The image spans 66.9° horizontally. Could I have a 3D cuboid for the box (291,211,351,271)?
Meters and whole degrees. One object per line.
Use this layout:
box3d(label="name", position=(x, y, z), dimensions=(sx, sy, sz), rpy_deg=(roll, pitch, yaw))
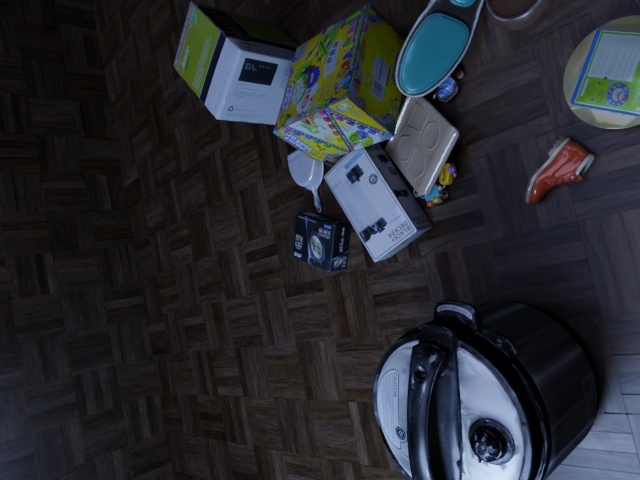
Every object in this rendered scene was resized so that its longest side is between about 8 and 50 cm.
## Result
box3d(label="box", position=(0.000, 0.000, 1.520), dimensions=(0.180, 0.077, 0.147), rpy_deg=(21, 110, 43))

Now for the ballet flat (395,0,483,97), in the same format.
box3d(label="ballet flat", position=(0.299, -0.526, 1.120), dimensions=(0.139, 0.139, 0.400), rpy_deg=(42, 120, 34))

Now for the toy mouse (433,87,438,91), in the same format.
box3d(label="toy mouse", position=(0.261, -0.407, 1.232), dimensions=(0.161, 0.031, 0.143), rpy_deg=(1, 96, 46))

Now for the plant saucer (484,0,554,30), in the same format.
box3d(label="plant saucer", position=(0.427, -0.546, 1.047), dimensions=(0.168, 0.029, 0.168), rpy_deg=(6, 99, 46))

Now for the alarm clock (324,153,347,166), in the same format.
box3d(label="alarm clock", position=(0.049, -0.300, 1.442), dimensions=(0.129, 0.064, 0.192), rpy_deg=(-44, 67, 40))

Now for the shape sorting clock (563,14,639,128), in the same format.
box3d(label="shape sorting clock", position=(0.572, -0.315, 0.915), dimensions=(0.206, 0.040, 0.206), rpy_deg=(2, 93, 44))

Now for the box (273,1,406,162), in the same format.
box3d(label="box", position=(0.055, -0.397, 1.264), dimensions=(0.279, 0.177, 0.290), rpy_deg=(-9, 62, 47))

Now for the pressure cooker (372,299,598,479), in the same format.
box3d(label="pressure cooker", position=(0.316, 0.322, 0.987), dimensions=(0.370, 0.420, 0.375), rpy_deg=(55, 130, 25))

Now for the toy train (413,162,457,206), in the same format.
box3d(label="toy train", position=(0.298, -0.168, 1.220), dimensions=(0.125, 0.046, 0.166), rpy_deg=(-121, 38, -49))

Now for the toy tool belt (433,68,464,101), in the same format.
box3d(label="toy tool belt", position=(0.310, -0.377, 1.172), dimensions=(0.052, 0.051, 0.083), rpy_deg=(54, 129, 27))

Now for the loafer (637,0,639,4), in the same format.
box3d(label="loafer", position=(0.641, -0.536, 0.777), dimensions=(0.366, 0.134, 0.130), rpy_deg=(-58, 32, 21))

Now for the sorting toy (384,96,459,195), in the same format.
box3d(label="sorting toy", position=(0.254, -0.247, 1.224), dimensions=(0.208, 0.038, 0.193), rpy_deg=(60, 142, 40))

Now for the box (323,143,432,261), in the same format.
box3d(label="box", position=(0.152, -0.108, 1.317), dimensions=(0.169, 0.087, 0.290), rpy_deg=(-40, 74, 38))

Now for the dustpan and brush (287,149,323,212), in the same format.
box3d(label="dustpan and brush", position=(-0.032, -0.192, 1.555), dimensions=(0.147, 0.060, 0.211), rpy_deg=(-18, 75, 47))

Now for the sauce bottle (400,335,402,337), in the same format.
box3d(label="sauce bottle", position=(0.272, 0.271, 1.298), dimensions=(0.128, 0.042, 0.042), rpy_deg=(-15, 84, 47))

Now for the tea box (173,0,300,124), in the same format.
box3d(label="tea box", position=(-0.221, -0.537, 1.502), dimensions=(0.323, 0.329, 0.220), rpy_deg=(52, 128, 30))

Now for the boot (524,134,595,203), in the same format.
box3d(label="boot", position=(0.495, -0.131, 1.009), dimensions=(0.084, 0.059, 0.158), rpy_deg=(43, 122, 28))
